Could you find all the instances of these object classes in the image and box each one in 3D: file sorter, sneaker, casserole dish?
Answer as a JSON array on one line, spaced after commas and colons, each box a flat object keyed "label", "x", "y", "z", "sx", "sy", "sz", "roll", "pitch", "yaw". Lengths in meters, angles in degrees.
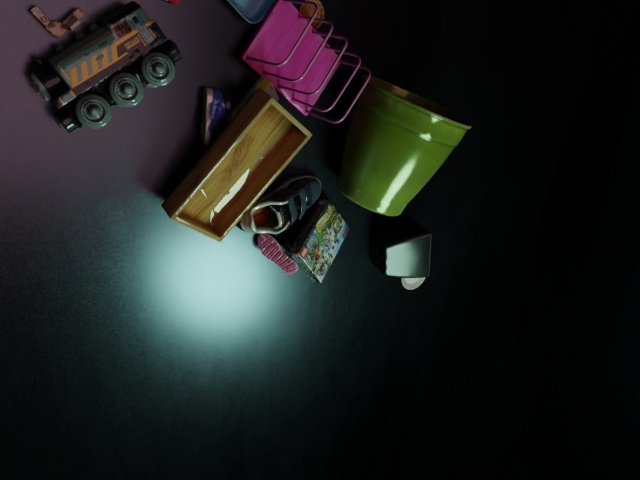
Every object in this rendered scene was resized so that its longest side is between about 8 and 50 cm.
[{"label": "file sorter", "x": -0.025, "y": -0.483, "z": 1.466, "sx": 0.291, "sy": 0.182, "sz": 0.202, "roll": 32, "pitch": 90, "yaw": -48}, {"label": "sneaker", "x": -0.140, "y": 0.035, "z": 1.731, "sx": 0.063, "sy": 0.074, "sz": 0.170, "roll": -42, "pitch": 108, "yaw": 10}, {"label": "sneaker", "x": -0.277, "y": -0.334, "z": 1.457, "sx": 0.085, "sy": 0.058, "sz": 0.152, "roll": -1, "pitch": 105, "yaw": -27}, {"label": "casserole dish", "x": -0.200, "y": -0.650, "z": 1.381, "sx": 0.188, "sy": 0.037, "sz": 0.114, "roll": 39, "pitch": 86, "yaw": -40}, {"label": "sneaker", "x": -0.110, "y": -0.101, "z": 1.646, "sx": 0.321, "sy": 0.127, "sz": 0.126, "roll": -27, "pitch": 123, "yaw": -25}]

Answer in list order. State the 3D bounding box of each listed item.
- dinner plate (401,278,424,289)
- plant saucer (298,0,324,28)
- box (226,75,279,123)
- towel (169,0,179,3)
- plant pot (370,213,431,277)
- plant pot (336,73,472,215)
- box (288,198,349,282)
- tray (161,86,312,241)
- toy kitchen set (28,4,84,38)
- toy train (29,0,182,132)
[{"label": "dinner plate", "x": 0.381, "y": 0.132, "z": 2.179, "sx": 0.141, "sy": 0.017, "sz": 0.141, "roll": -16, "pitch": 120, "yaw": -30}, {"label": "plant saucer", "x": -0.027, "y": -0.645, "z": 1.523, "sx": 0.084, "sy": 0.013, "sz": 0.083, "roll": -16, "pitch": 120, "yaw": -30}, {"label": "box", "x": -0.193, "y": -0.357, "z": 1.488, "sx": 0.179, "sy": 0.043, "sz": 0.105, "roll": -54, "pitch": 167, "yaw": -6}, {"label": "towel", "x": -0.409, "y": -0.608, "z": 1.159, "sx": 0.275, "sy": 0.199, "sz": 0.031, "roll": -1, "pitch": 75, "yaw": -35}, {"label": "plant pot", "x": 0.281, "y": 0.032, "z": 1.965, "sx": 0.167, "sy": 0.188, "sz": 0.187, "roll": -12, "pitch": 118, "yaw": -17}, {"label": "plant pot", "x": 0.226, "y": -0.280, "z": 1.689, "sx": 0.367, "sy": 0.366, "sz": 0.352, "roll": 6, "pitch": 118, "yaw": -38}, {"label": "box", "x": 0.000, "y": 0.000, "z": 1.768, "sx": 0.159, "sy": 0.044, "sz": 0.233, "roll": 54, "pitch": 54, "yaw": -40}, {"label": "tray", "x": -0.226, "y": -0.198, "z": 1.475, "sx": 0.411, "sy": 0.076, "sz": 0.203, "roll": -49, "pitch": 144, "yaw": 7}, {"label": "toy kitchen set", "x": -0.568, "y": -0.494, "z": 1.164, "sx": 0.083, "sy": 0.068, "sz": 0.075, "roll": -47, "pitch": 130, "yaw": -9}, {"label": "toy train", "x": -0.489, "y": -0.396, "z": 1.234, "sx": 0.334, "sy": 0.142, "sz": 0.190, "roll": -39, "pitch": 116, "yaw": -13}]
